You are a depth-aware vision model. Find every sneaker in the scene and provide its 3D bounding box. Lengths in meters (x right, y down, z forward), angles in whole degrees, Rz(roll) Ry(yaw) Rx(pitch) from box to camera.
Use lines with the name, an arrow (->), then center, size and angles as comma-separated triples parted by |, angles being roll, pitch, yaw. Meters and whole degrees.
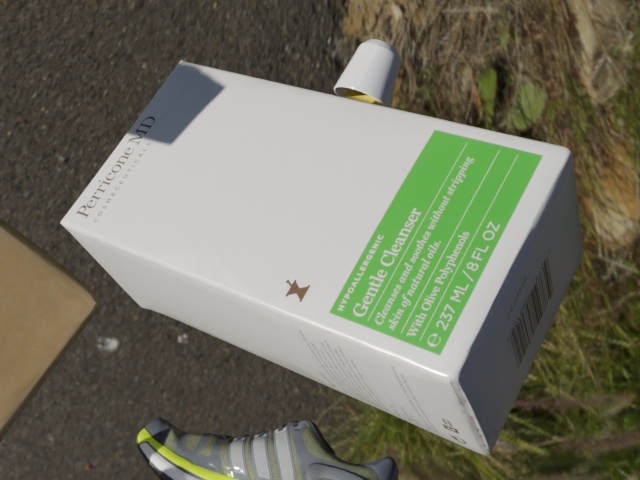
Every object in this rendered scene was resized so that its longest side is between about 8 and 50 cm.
sneaker -> -0.052, 0.225, 0.816 | 0.300, 0.121, 0.111 | 14, 140, 35

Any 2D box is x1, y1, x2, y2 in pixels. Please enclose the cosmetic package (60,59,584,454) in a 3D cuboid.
cosmetic package -> 0.000, 0.000, 0.697 | 0.366, 0.197, 0.155 | 18, 156, 29

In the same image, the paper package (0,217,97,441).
paper package -> -0.444, 0.085, 0.870 | 0.325, 0.168, 0.309 | 39, 74, -13

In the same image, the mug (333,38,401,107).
mug -> 0.052, -0.175, 0.912 | 0.062, 0.078, 0.064 | 23, 84, -11
